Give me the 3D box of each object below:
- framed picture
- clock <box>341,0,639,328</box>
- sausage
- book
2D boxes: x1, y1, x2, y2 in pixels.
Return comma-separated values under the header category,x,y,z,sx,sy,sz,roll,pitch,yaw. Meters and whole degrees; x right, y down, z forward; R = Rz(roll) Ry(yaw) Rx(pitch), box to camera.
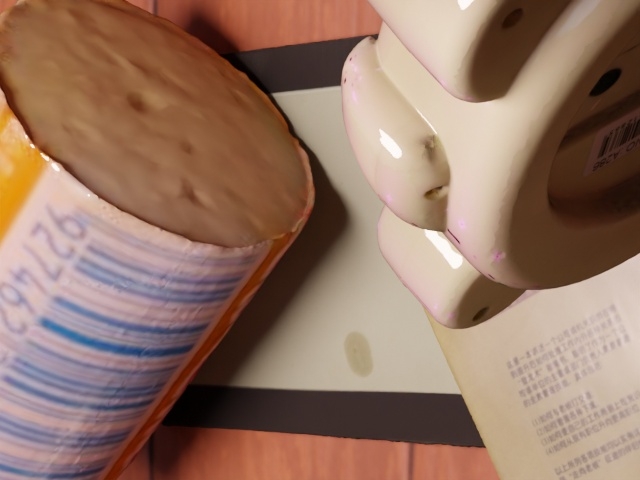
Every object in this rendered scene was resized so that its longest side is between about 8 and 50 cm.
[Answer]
category,x,y,z,sx,sy,sz,roll,pitch,yaw
framed picture,0.000,0.000,1.210,0.347,0.016,0.265,-3,94,44
clock,0.138,-0.101,0.840,0.114,0.284,0.309,50,158,24
sausage,-0.165,0.014,1.203,0.233,0.233,0.287,53,128,25
book,0.153,0.082,1.052,0.161,0.026,0.231,-32,75,36
